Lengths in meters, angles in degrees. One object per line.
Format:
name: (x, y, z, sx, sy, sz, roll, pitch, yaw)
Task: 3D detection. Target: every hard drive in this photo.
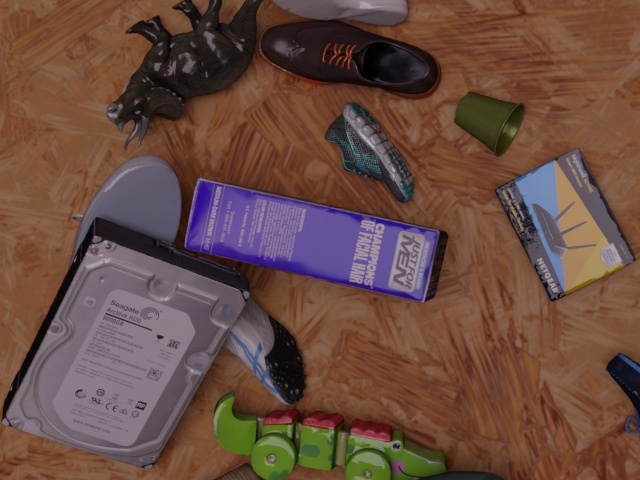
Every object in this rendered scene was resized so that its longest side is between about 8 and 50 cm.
hard drive: (-0.274, 0.153, 1.846, 0.237, 0.064, 0.339, 22, 114, -20)

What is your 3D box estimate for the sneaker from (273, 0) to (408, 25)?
sneaker: (0.023, -0.368, 1.883, 0.212, 0.080, 0.094, 6, 74, -21)

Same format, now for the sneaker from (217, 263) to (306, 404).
sneaker: (-0.107, 0.141, 1.923, 0.086, 0.085, 0.237, -36, 91, 41)

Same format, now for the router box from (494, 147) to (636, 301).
router box: (0.344, -0.022, 1.861, 0.133, 0.046, 0.179, -27, 85, 7)

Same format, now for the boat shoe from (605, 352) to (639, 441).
boat shoe: (0.482, 0.267, 1.808, 0.258, 0.109, 0.089, 45, 99, 9)

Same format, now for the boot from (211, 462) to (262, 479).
boot: (-0.123, 0.480, 1.862, 0.220, 0.109, 0.283, -32, 79, -17)

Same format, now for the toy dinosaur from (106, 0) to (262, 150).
toy dinosaur: (-0.180, -0.272, 1.929, 0.313, 0.121, 0.160, -27, 99, 1)

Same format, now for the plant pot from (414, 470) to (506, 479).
plant pot: (0.173, 0.441, 1.737, 0.235, 0.293, 0.293, -35, 84, 21)

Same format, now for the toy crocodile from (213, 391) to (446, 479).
toy crocodile: (0.011, 0.288, 1.872, 0.340, 0.115, 0.105, 8, 98, 9)

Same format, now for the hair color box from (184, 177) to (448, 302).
hair color box: (0.000, 0.000, 1.846, 0.338, 0.185, 0.110, 11, 91, 9)

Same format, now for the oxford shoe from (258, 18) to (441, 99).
oxford shoe: (0.038, -0.269, 1.885, 0.271, 0.098, 0.097, 10, 91, 9)

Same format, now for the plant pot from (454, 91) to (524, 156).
plant pot: (0.234, -0.172, 1.870, 0.079, 0.083, 0.083, 27, 94, 20)

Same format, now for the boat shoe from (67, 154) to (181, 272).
boat shoe: (-0.299, 0.023, 1.906, 0.135, 0.156, 0.367, 12, 114, -19)

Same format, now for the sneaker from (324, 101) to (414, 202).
sneaker: (0.070, -0.116, 1.907, 0.076, 0.065, 0.166, -39, 80, 23)
